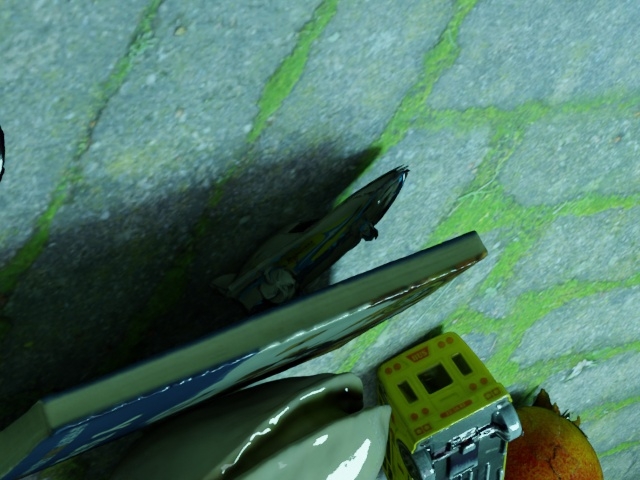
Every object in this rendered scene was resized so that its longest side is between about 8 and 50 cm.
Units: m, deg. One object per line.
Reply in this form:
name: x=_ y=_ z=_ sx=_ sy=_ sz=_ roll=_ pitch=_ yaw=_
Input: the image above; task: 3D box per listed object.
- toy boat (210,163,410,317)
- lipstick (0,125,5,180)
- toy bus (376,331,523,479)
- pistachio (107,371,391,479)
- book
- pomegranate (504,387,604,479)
toy boat: x=0.000 y=0.000 z=1.237 sx=0.210 sy=0.066 sz=0.084 roll=-39 pitch=174 yaw=-6
lipstick: x=-0.320 y=-0.037 z=0.777 sx=0.299 sy=0.081 sz=0.081 roll=-13 pitch=143 yaw=-41
toy bus: x=0.147 y=0.259 z=1.705 sx=0.144 sy=0.152 sz=0.330 roll=-26 pitch=148 yaw=-13
pistachio: x=-0.076 y=0.244 z=1.346 sx=0.332 sy=0.208 sz=0.226 roll=-31 pitch=156 yaw=-13
book: x=-0.090 y=0.110 z=1.203 sx=0.428 sy=0.039 sz=0.300 roll=-20 pitch=172 yaw=-31
pomegranate: x=0.294 y=0.327 z=1.943 sx=0.210 sy=0.210 sz=0.235 roll=103 pitch=5 yaw=-50
